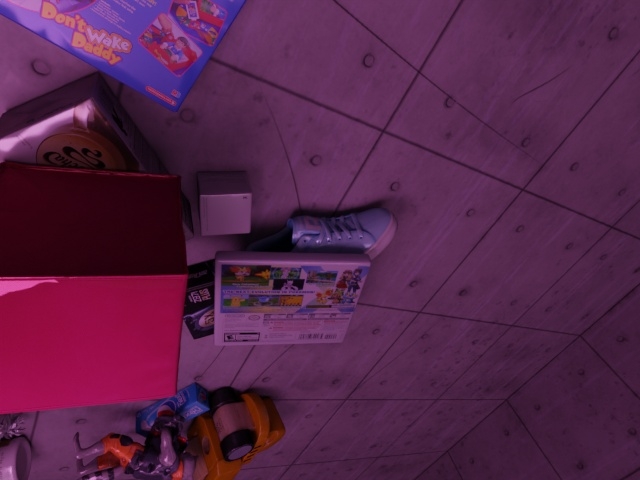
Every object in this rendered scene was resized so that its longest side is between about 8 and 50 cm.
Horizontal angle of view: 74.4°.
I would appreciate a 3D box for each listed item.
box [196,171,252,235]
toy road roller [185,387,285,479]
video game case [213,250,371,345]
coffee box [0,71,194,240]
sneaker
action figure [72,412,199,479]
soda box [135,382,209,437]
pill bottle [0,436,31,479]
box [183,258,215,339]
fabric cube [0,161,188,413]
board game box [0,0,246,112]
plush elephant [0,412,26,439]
[{"bbox_3d":[-0.194,-0.075,0.849,0.102,0.087,0.101,-5,130,-19],"label":"box"},{"bbox_3d":[-0.268,0.638,1.369,0.241,0.202,0.329,10,124,-42],"label":"toy road roller"},{"bbox_3d":[-0.076,0.142,0.976,0.330,0.036,0.299,2,132,-13],"label":"video game case"},{"bbox_3d":[-0.368,-0.104,0.731,0.168,0.118,0.297,-24,134,-1],"label":"coffee box"},{"bbox_3d":[0.000,0.000,0.962,0.366,0.135,0.150,-26,137,0],"label":"sneaker"},{"bbox_3d":[-0.519,0.644,1.197,0.331,0.178,0.341,12,123,-16],"label":"action figure"},{"bbox_3d":[-0.447,0.516,1.274,0.210,0.067,0.071,-28,134,2],"label":"soda box"},{"bbox_3d":[-0.923,0.618,1.125,0.230,0.131,0.131,-6,131,-18],"label":"pill bottle"},{"bbox_3d":[-0.261,0.139,1.015,0.148,0.077,0.180,-15,133,-9],"label":"box"},{"bbox_3d":[-0.341,0.063,0.630,0.254,0.259,0.258,1,127,-21],"label":"fabric cube"},{"bbox_3d":[-0.295,-0.366,0.561,0.347,0.078,0.233,26,116,-37],"label":"board game box"},{"bbox_3d":[-0.857,0.457,0.931,0.330,0.272,0.255,-29,156,-37],"label":"plush elephant"}]
